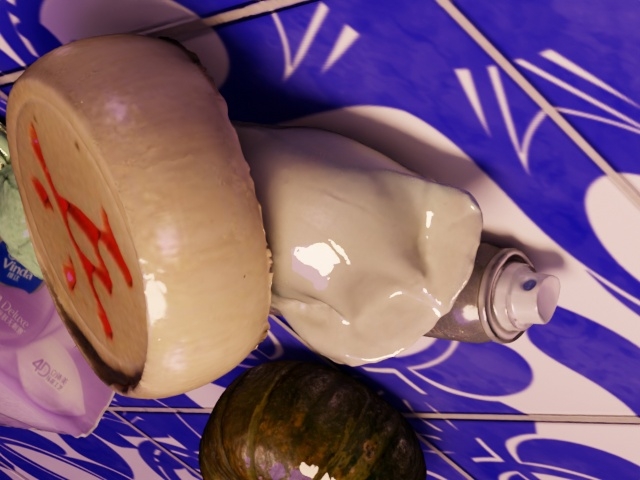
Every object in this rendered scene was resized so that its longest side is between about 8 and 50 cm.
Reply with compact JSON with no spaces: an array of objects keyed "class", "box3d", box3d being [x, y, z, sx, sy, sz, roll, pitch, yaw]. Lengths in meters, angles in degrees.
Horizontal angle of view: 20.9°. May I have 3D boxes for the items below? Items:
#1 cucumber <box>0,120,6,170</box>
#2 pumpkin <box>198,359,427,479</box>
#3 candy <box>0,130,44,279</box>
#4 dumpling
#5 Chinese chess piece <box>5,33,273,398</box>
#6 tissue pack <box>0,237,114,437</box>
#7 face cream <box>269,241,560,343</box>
[{"class":"cucumber","box3d":[-0.222,-0.017,1.476,0.220,0.070,0.046,43,-178,-28]},{"class":"pumpkin","box3d":[-0.007,0.205,1.591,0.224,0.157,0.223,20,139,19]},{"class":"candy","box3d":[-0.299,-0.126,1.303,0.440,0.119,0.119,45,151,-22]},{"class":"dumpling","box3d":[0.000,0.000,1.180,0.229,0.151,0.124,24,-159,29]},{"class":"Chinese chess piece","box3d":[-0.125,-0.017,1.177,0.250,0.103,0.250,45,145,44]},{"class":"tissue pack","box3d":[-0.347,0.030,1.577,0.242,0.160,0.338,6,150,42]},{"class":"face cream","box3d":[0.048,0.030,1.274,0.283,0.073,0.073,6,149,40]}]
